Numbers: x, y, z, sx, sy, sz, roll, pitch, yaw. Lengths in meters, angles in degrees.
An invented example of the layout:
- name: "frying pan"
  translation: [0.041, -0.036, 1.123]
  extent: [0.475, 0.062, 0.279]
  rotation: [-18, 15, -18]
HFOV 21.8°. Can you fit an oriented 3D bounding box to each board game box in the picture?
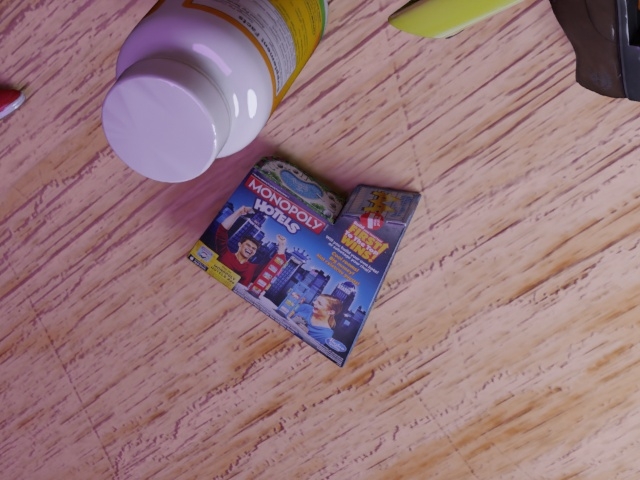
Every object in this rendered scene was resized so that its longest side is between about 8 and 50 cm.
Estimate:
- name: "board game box"
  translation: [0.000, 0.000, 1.614]
  extent: [0.194, 0.060, 0.194]
  rotation: [36, 128, -5]

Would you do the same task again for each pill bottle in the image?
- name: "pill bottle"
  translation: [-0.092, -0.155, 1.420]
  extent: [0.136, 0.245, 0.136]
  rotation: [11, 127, 15]

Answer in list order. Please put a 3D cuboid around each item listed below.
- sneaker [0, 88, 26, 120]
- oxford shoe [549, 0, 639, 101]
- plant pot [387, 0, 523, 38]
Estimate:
- name: "sneaker"
  translation: [-0.354, -0.149, 1.657]
  extent: [0.118, 0.042, 0.067]
  rotation: [-9, 123, 29]
- name: "oxford shoe"
  translation: [0.225, -0.218, 1.360]
  extent: [0.096, 0.083, 0.227]
  rotation: [9, 122, 30]
- name: "plant pot"
  translation: [0.129, -0.287, 1.201]
  extent: [0.227, 0.228, 0.207]
  rotation: [-19, 105, 53]
